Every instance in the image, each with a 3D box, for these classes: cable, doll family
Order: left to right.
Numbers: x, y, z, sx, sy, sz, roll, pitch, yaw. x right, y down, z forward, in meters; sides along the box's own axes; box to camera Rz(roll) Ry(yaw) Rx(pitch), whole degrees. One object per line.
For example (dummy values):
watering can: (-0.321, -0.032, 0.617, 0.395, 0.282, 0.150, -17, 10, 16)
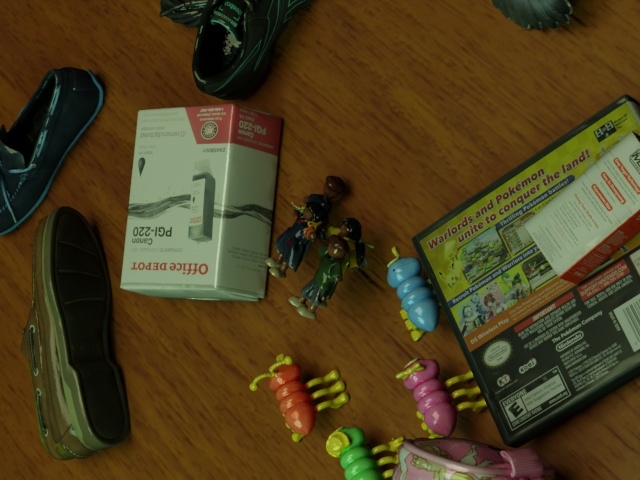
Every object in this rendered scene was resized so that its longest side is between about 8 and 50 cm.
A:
cable: (-0.124, -0.325, 2.109, 0.184, 0.047, 0.150, -43, 63, 19)
doll family: (0.000, 0.000, 1.904, 0.111, 0.076, 0.193, -62, 38, 19)

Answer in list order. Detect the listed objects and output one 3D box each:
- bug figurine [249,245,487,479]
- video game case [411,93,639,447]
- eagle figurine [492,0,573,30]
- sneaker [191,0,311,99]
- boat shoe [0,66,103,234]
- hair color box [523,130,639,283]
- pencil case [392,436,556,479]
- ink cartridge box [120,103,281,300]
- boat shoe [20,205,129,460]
bug figurine: (0.056, 0.151, 1.852, 0.279, 0.072, 0.216, -43, 58, 24)
video game case: (0.249, 0.031, 1.732, 0.275, 0.035, 0.248, -35, 62, 22)
eagle figurine: (0.168, -0.375, 1.806, 0.226, 0.298, 0.225, 115, 180, -57)
sneaker: (-0.068, -0.279, 1.999, 0.101, 0.106, 0.267, 28, 103, 13)
boat shoe: (-0.384, -0.124, 2.240, 0.109, 0.089, 0.258, 43, 108, 35)
hair color box: (0.272, -0.030, 1.682, 0.141, 0.043, 0.072, -42, 59, 20)
pencil case: (0.117, 0.378, 1.698, 0.167, 0.160, 0.386, 10, 89, 15)
ink cartridge box: (-0.139, -0.042, 2.031, 0.158, 0.092, 0.218, 0, 83, 38)
boat shoe: (-0.319, 0.114, 2.129, 0.104, 0.110, 0.307, -21, 69, 33)
